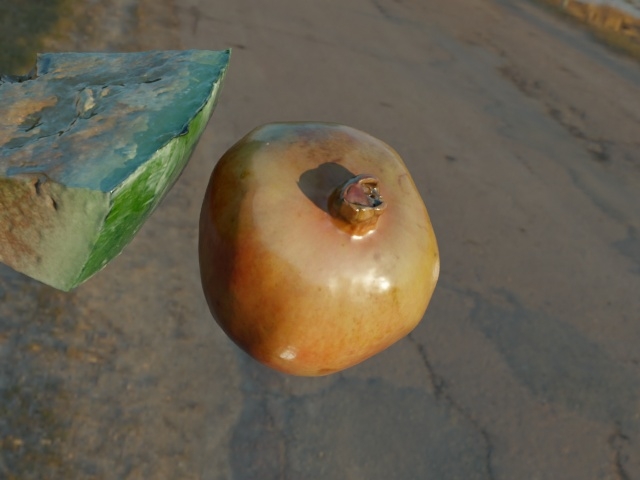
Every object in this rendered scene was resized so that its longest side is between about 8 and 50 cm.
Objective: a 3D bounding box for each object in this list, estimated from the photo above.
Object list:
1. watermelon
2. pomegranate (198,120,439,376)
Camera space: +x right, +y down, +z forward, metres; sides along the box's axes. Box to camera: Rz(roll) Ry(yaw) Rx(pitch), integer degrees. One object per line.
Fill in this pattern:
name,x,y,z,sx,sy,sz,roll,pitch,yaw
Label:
watermelon,-0.234,-0.080,1.051,0.301,0.151,0.264,7,38,18
pomegranate,0.000,0.000,1.054,0.228,0.270,0.252,-8,69,-16
